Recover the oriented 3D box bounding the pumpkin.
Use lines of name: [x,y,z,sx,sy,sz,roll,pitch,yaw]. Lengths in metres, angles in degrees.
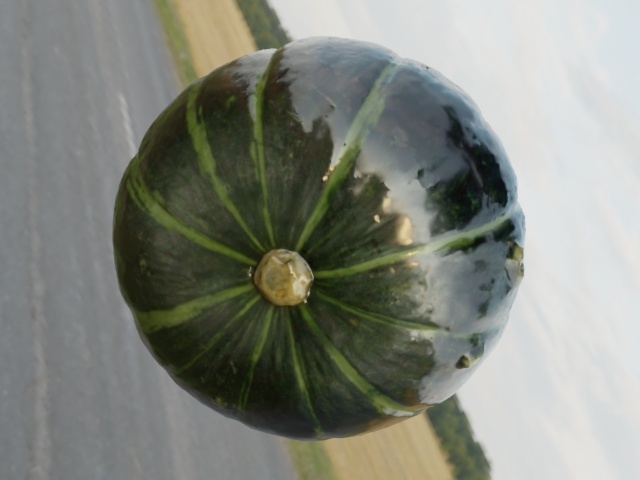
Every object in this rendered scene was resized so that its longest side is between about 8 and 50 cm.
pumpkin: [0.000,0.000,0.911,0.323,0.323,0.241,65,23,-14]
